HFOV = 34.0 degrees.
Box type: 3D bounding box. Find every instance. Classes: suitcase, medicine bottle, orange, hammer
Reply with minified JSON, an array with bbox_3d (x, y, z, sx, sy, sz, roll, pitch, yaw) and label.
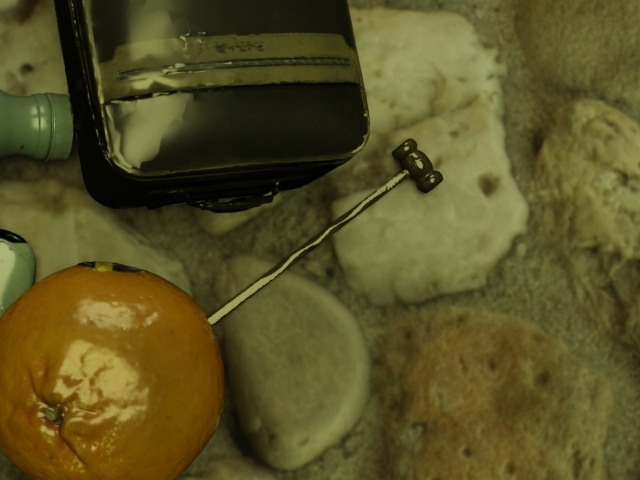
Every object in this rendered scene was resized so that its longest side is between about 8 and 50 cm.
[{"bbox_3d":[-0.113,-0.241,1.000,0.283,0.194,0.433,-7,84,-24],"label":"suitcase"},{"bbox_3d":[-0.346,-0.110,0.978,0.217,0.090,0.090,0,82,-30],"label":"medicine bottle"},{"bbox_3d":[-0.195,0.128,0.949,0.219,0.193,0.219,-2,100,-12],"label":"orange"},{"bbox_3d":[0.000,0.000,1.080,0.292,0.029,0.058,-37,87,-11],"label":"hammer"}]

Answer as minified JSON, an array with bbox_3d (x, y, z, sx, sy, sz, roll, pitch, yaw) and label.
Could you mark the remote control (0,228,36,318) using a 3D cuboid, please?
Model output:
[{"bbox_3d":[-0.343,0.109,0.995,0.097,0.045,0.256,16,77,-7],"label":"remote control"}]
